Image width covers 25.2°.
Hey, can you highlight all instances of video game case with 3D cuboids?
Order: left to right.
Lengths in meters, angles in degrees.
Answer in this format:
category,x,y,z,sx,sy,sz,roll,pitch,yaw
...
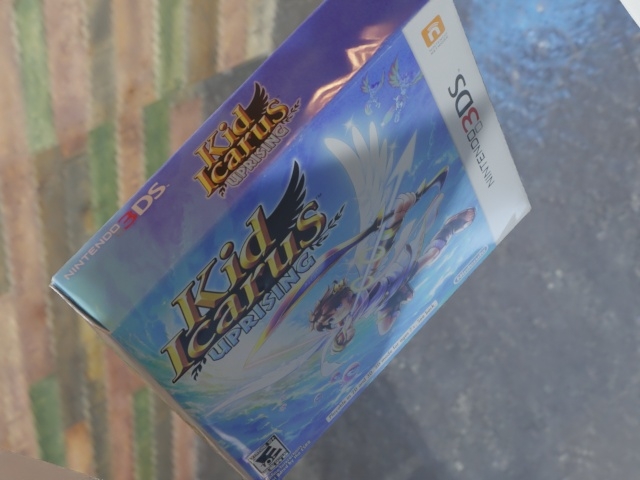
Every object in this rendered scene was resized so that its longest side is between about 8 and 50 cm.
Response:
category,x,y,z,sx,sy,sz,roll,pitch,yaw
video game case,0.000,0.000,0.869,0.061,0.269,0.244,36,168,35

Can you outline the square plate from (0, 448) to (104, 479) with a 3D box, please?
category,x,y,z,sx,sy,sz,roll,pitch,yaw
square plate,-0.121,0.211,0.790,0.049,0.347,0.344,-66,23,6

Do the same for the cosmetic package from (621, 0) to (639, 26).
category,x,y,z,sx,sy,sz,roll,pitch,yaw
cosmetic package,0.452,-0.324,1.342,0.377,0.097,0.284,-30,109,33
